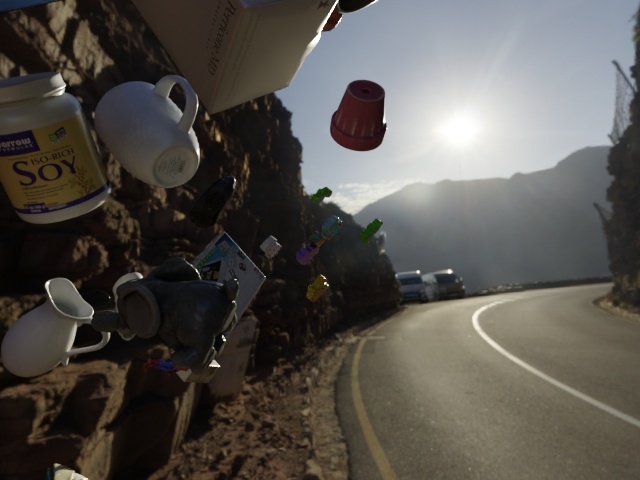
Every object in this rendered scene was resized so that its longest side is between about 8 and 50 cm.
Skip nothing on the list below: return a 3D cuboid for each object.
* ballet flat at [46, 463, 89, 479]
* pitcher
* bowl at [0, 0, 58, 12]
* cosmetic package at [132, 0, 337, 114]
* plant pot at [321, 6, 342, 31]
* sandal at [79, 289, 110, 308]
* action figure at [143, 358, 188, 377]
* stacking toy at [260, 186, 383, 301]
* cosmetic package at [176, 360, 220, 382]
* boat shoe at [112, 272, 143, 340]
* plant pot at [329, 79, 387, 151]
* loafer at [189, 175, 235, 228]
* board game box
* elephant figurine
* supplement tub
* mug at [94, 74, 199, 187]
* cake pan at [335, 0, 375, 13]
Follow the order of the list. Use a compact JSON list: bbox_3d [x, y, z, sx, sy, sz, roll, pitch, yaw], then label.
[{"bbox_3d":[-0.419,0.442,0.755,0.086,0.086,0.248,-2,2,-26],"label":"ballet flat"},{"bbox_3d":[-0.570,0.212,0.984,0.207,0.178,0.125,-48,1,12],"label":"pitcher"},{"bbox_3d":[-0.589,-0.480,0.843,0.391,0.077,0.391,-6,36,4],"label":"bowl"},{"bbox_3d":[-0.159,-0.378,0.582,0.155,0.365,0.197,-31,-7,-32],"label":"cosmetic package"},{"bbox_3d":[-0.075,-0.752,1.349,0.265,0.272,0.272,-1,-7,-30],"label":"plant pot"},{"bbox_3d":[-0.819,0.217,1.564,0.179,0.067,0.040,-14,-16,-39],"label":"sandal"},{"bbox_3d":[-0.320,0.274,0.989,0.115,0.030,0.038,10,-51,-36],"label":"action figure"},{"bbox_3d":[0.000,0.000,0.975,0.167,0.221,0.052,38,-13,27],"label":"stacking toy"},{"bbox_3d":[-0.330,0.349,1.235,0.041,0.060,0.115,37,0,26],"label":"cosmetic package"},{"bbox_3d":[-0.587,0.209,1.401,0.096,0.088,0.267,-9,-39,-44],"label":"boat shoe"},{"bbox_3d":[0.139,-0.437,1.561,0.202,0.201,0.180,-4,-38,-11],"label":"plant pot"},{"bbox_3d":[-0.288,-0.100,1.231,0.076,0.078,0.223,39,-40,-14],"label":"loafer"},{"bbox_3d":[-0.280,0.128,1.241,0.053,0.193,0.305,-31,17,32],"label":"board game box"},{"bbox_3d":[-0.271,0.111,0.768,0.240,0.186,0.169,27,-14,6],"label":"elephant figurine"},{"bbox_3d":[-0.705,-0.236,1.160,0.241,0.331,0.241,-6,30,4],"label":"supplement tub"},{"bbox_3d":[-0.539,-0.375,1.533,0.276,0.328,0.374,9,-58,-55],"label":"mug"},{"bbox_3d":[0.140,-0.656,1.058,0.293,0.054,0.293,-35,1,1],"label":"cake pan"}]
